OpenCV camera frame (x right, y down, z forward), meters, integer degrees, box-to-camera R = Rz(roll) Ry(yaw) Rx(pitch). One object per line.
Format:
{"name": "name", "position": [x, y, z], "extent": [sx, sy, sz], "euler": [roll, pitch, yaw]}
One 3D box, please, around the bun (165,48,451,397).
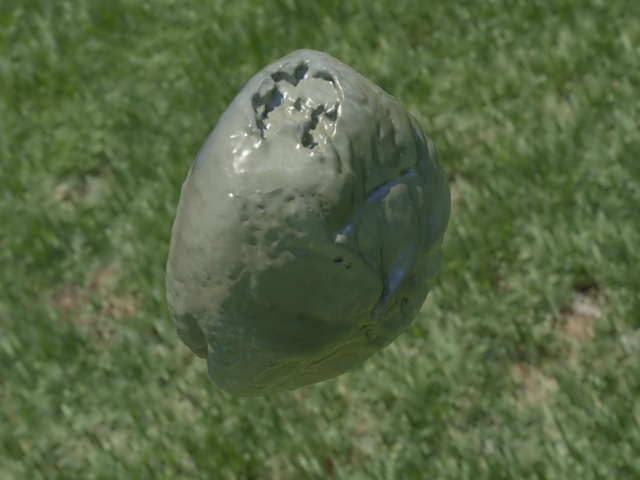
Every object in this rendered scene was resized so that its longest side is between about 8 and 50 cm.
{"name": "bun", "position": [0.000, 0.000, 1.088], "extent": [0.134, 0.220, 0.220], "euler": [22, 50, 21]}
